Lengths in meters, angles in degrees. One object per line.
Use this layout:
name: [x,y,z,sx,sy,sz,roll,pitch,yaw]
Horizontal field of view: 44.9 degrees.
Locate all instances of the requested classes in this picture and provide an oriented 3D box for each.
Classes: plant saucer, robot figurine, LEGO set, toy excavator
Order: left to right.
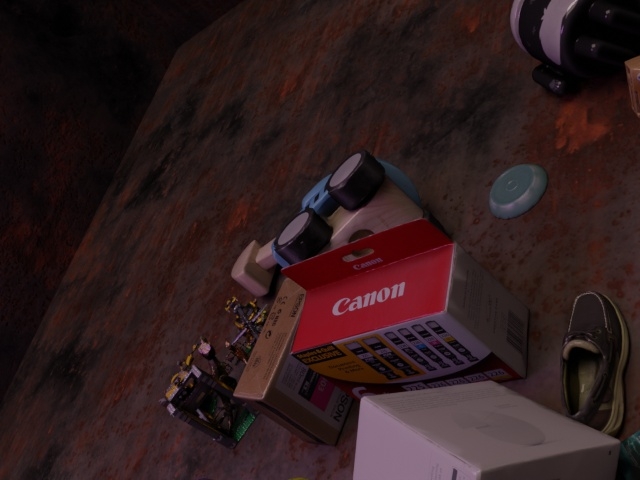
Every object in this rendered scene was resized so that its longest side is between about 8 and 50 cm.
LEGO set: [-0.212,0.243,1.577,0.331,0.192,0.255,-50,31,1]
toy excavator: [0.000,0.000,1.592,0.433,0.222,0.445,-47,17,8]
plant saucer: [0.344,-0.093,1.374,0.119,0.021,0.119,-33,34,27]
robot figurine: [0.463,-0.391,1.396,0.209,0.173,0.278,-38,32,2]

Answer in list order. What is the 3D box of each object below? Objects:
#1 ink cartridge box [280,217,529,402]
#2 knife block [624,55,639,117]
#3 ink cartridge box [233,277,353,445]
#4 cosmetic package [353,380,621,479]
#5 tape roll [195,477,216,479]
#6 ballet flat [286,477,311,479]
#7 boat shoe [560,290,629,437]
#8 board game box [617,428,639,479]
ink cartridge box: [0.114,0.125,1.198,0.309,0.272,0.130,-22,41,40]
knife block: [0.604,-0.265,1.080,0.275,0.088,0.242,14,52,41]
ink cartridge box: [-0.019,0.211,1.357,0.088,0.193,0.235,-6,53,47]
cosmetic package: [0.194,0.278,0.947,0.224,0.224,0.138,22,109,58]
tape roll: [-0.095,0.461,1.110,0.090,0.275,0.275,-55,31,-5]
ballet flat: [-0.024,0.429,1.244,0.231,0.077,0.077,13,68,57]
boat shoe: [0.360,0.154,1.036,0.080,0.073,0.223,-22,42,39]
board game box: [0.423,0.276,0.870,0.126,0.026,0.186,-41,32,15]
